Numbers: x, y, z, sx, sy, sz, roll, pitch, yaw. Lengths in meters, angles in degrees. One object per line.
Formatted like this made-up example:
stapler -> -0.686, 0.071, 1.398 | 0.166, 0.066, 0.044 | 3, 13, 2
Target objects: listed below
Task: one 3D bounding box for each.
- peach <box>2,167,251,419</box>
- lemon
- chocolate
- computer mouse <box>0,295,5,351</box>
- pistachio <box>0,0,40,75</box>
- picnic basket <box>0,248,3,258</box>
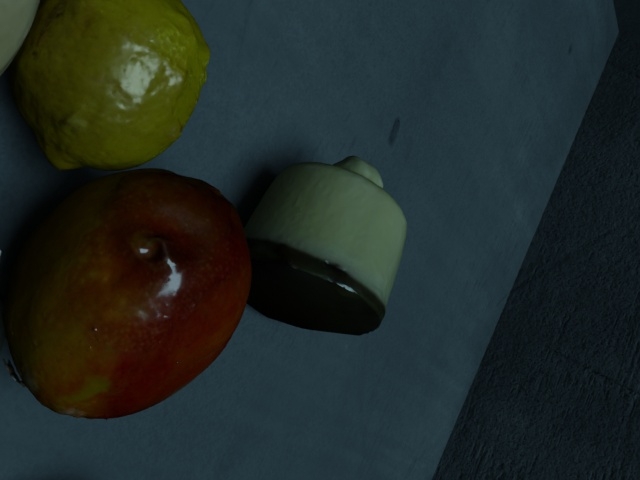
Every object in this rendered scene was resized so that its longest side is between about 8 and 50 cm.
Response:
peach -> -0.252, 0.063, 0.816 | 0.372, 0.290, 0.373 | -37, 165, -12
lemon -> -0.273, -0.219, 0.783 | 0.233, 0.233, 0.288 | 32, 81, -50
chocolate -> 0.000, 0.000, 1.153 | 0.314, 0.326, 0.297 | 46, 51, -44
computer mouse -> -0.478, 0.150, 0.806 | 0.089, 0.056, 0.182 | 14, 93, -46
pistachio -> -0.408, -0.267, 0.638 | 0.193, 0.214, 0.318 | 35, 63, -22
picnic basket -> -0.522, 0.009, 0.645 | 0.296, 0.129, 0.223 | -7, 106, -49
